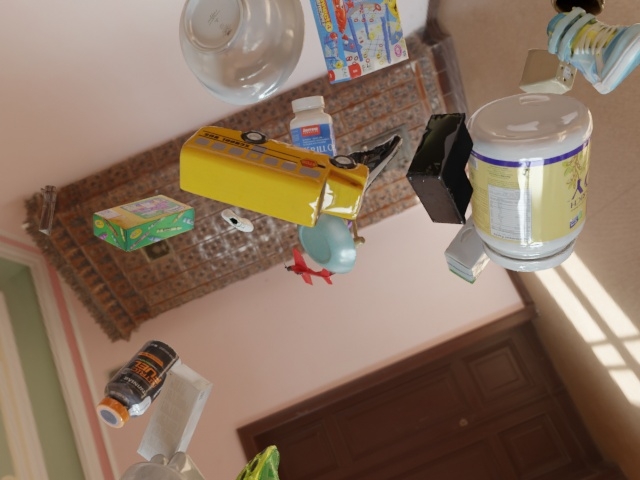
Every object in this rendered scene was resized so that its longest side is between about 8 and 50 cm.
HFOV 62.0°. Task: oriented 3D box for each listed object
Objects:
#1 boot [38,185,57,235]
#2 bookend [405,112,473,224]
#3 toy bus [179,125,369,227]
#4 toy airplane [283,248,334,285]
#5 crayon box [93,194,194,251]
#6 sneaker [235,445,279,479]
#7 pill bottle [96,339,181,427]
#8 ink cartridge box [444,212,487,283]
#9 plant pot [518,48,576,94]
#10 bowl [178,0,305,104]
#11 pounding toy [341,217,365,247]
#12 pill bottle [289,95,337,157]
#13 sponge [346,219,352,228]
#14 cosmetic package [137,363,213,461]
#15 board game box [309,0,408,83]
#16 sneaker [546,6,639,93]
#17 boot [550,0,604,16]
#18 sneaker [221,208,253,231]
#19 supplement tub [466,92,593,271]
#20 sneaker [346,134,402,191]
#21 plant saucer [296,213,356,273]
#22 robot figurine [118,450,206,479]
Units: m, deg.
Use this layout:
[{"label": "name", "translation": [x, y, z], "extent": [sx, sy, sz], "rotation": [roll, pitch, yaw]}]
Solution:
[{"label": "boot", "translation": [-0.640, -0.067, 1.248], "extent": [0.106, 0.037, 0.114], "rotation": [174, 99, -64]}, {"label": "bookend", "translation": [0.251, -0.140, 1.049], "extent": [0.156, 0.072, 0.157], "rotation": [48, -122, -44]}, {"label": "toy bus", "translation": [-0.084, -0.118, 1.008], "extent": [0.130, 0.333, 0.108], "rotation": [-66, -9, -54]}, {"label": "toy airplane", "translation": [-0.025, 0.082, 1.379], "extent": [0.151, 0.151, 0.028], "rotation": [66, -144, -45]}, {"label": "crayon box", "translation": [-0.574, -0.064, 1.752], "extent": [0.278, 0.165, 0.081], "rotation": [-27, -49, -51]}, {"label": "sneaker", "translation": [-0.126, 0.576, 1.179], "extent": [0.123, 0.109, 0.295], "rotation": [46, -169, -10]}, {"label": "pill bottle", "translation": [-0.513, 0.405, 1.500], "extent": [0.130, 0.131, 0.245], "rotation": [67, -148, -23]}, {"label": "ink cartridge box", "translation": [0.422, 0.022, 1.468], "extent": [0.087, 0.153, 0.208], "rotation": [35, 178, 23]}, {"label": "plant pot", "translation": [0.611, -0.442, 1.410], "extent": [0.096, 0.109, 0.109], "rotation": [13, 87, 57]}, {"label": "bowl", "translation": [-0.192, -0.446, 1.118], "extent": [0.134, 0.298, 0.297], "rotation": [-6, -108, -67]}, {"label": "pounding toy", "translation": [0.022, -0.059, 1.833], "extent": [0.269, 0.154, 0.155], "rotation": [46, -134, -4]}, {"label": "pill bottle", "translation": [-0.020, -0.291, 1.516], "extent": [0.124, 0.124, 0.221], "rotation": [-110, 10, -82]}, {"label": "sponge", "translation": [0.008, -0.079, 1.998], "extent": [0.210, 0.117, 0.031], "rotation": [30, 163, 23]}, {"label": "cosmetic package", "translation": [-0.346, 0.422, 1.266], "extent": [0.099, 0.238, 0.060], "rotation": [28, -166, 17]}, {"label": "board game box", "translation": [0.120, -0.667, 1.618], "extent": [0.086, 0.308, 0.301], "rotation": [5, 119, 45]}, {"label": "sneaker", "translation": [0.578, -0.423, 1.133], "extent": [0.208, 0.127, 0.319], "rotation": [44, -166, 9]}, {"label": "boot", "translation": [0.651, -0.604, 1.287], "extent": [0.095, 0.262, 0.203], "rotation": [120, 154, -51]}, {"label": "sneaker", "translation": [-0.324, -0.067, 2.112], "extent": [0.152, 0.053, 0.061], "rotation": [30, -169, -40]}, {"label": "supplement tub", "translation": [0.446, -0.121, 1.151], "extent": [0.241, 0.241, 0.331], "rotation": [-113, 4, -54]}, {"label": "sneaker", "translation": [0.160, -0.273, 1.785], "extent": [0.124, 0.283, 0.107], "rotation": [40, 165, -3]}, {"label": "plant saucer", "translation": [0.000, 0.000, 1.222], "extent": [0.195, 0.037, 0.194], "rotation": [35, 143, 32]}, {"label": "robot figurine", "translation": [-0.373, 0.601, 1.076], "extent": [0.199, 0.300, 0.353], "rotation": [59, -150, -15]}]
